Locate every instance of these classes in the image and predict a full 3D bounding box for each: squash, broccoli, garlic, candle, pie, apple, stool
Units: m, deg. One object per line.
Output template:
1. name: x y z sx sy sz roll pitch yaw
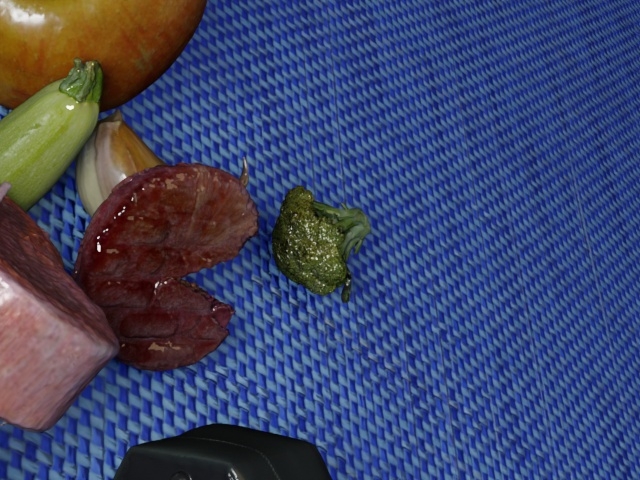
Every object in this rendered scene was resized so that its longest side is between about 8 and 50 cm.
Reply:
1. squash: -0.270 -0.101 1.510 0.094 0.224 0.094 30 38 -27
2. broccoli: 0.000 0.000 1.905 0.131 0.120 0.130 44 -22 57
3. garlic: -0.178 -0.041 1.685 0.206 0.115 0.128 23 45 -41
4. candle: -0.309 -0.001 1.307 0.287 0.131 0.317 38 4 -38
5. pie: -0.153 0.023 1.603 0.204 0.219 0.054 23 5 -42
6. apple: -0.260 -0.255 1.586 0.301 0.301 0.301 36 37 -32
7. stool: -0.089 0.280 1.423 0.141 0.232 0.232 -6 67 -57
